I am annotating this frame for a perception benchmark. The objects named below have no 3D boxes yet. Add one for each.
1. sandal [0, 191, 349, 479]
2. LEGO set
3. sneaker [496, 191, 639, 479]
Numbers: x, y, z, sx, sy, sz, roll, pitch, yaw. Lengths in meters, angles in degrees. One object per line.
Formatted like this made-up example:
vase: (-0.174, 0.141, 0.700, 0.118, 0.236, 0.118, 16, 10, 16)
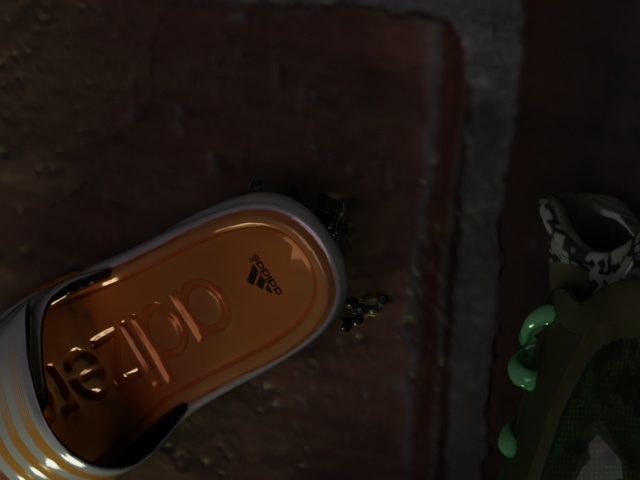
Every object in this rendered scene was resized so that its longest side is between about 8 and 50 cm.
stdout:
sandal: (-0.101, 0.057, 0.775, 0.265, 0.076, 0.102, -34, 91, 38)
LEGO set: (-0.001, 0.002, 0.755, 0.054, 0.023, 0.083, -15, 111, 32)
sneaker: (0.134, 0.069, 0.663, 0.410, 0.158, 0.182, -50, 52, 30)
